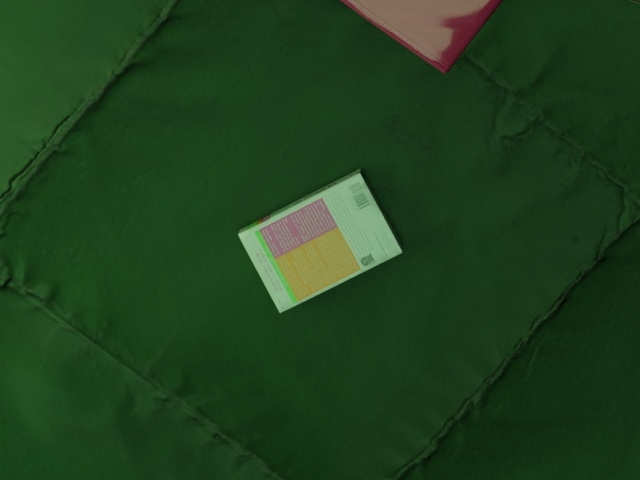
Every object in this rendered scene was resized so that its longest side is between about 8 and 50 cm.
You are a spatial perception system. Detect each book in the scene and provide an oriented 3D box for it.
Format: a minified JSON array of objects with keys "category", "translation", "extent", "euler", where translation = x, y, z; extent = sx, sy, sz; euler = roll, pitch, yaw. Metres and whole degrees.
[{"category":"book","translation":[0.000,0.000,1.985],"extent":[0.144,0.035,0.096],"euler":[-26,104,12]}]

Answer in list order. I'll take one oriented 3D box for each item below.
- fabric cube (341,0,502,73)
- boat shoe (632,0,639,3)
[{"category":"fabric cube","translation":[0.088,-0.350,1.730],"extent":[0.259,0.254,0.258],"euler":[34,109,-9]},{"category":"boat shoe","translation":[0.431,-0.259,1.816],"extent":[0.324,0.116,0.123],"euler":[1,110,3]}]
